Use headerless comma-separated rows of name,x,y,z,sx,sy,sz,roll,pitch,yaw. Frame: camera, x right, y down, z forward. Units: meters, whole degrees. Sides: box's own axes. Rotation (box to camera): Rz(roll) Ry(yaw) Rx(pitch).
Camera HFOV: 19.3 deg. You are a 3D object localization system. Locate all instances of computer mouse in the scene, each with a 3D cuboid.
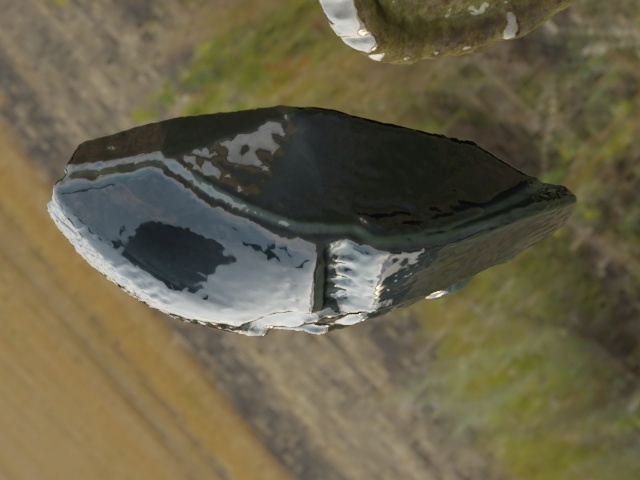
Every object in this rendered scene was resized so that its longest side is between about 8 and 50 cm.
computer mouse,0.000,0.000,0.627,0.192,0.062,0.106,6,162,-33

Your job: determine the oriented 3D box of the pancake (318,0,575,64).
pancake,0.081,-0.145,0.735,0.021,0.199,0.199,53,172,32
